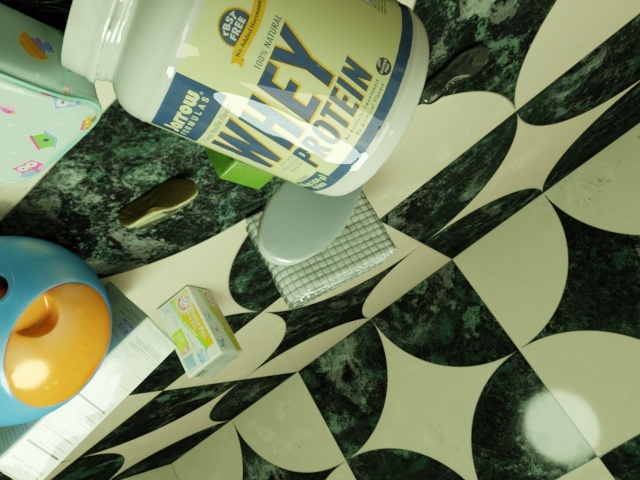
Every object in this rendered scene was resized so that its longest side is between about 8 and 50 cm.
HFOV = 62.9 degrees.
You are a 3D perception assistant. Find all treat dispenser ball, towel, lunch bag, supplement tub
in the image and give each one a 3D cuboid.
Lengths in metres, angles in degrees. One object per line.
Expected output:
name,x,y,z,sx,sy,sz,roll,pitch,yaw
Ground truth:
treat dispenser ball,-0.476,0.135,0.808,0.288,0.288,0.288,-27,157,-13
towel,0.000,0.000,1.214,0.284,0.235,0.121,-25,160,-14
lunch bag,-0.398,-0.154,0.531,0.224,0.108,0.279,-27,160,30
supplement tub,-0.075,-0.207,0.564,0.325,0.235,0.235,20,131,-24

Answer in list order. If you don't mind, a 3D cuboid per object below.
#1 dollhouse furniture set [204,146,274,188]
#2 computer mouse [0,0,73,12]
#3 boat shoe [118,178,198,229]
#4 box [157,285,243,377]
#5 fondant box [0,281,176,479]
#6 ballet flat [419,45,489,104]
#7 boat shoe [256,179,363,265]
dollhouse furniture set,-0.037,-0.193,0.877,0.197,0.151,0.301,-41,156,21
computer mouse,-0.263,-0.302,0.509,0.106,0.042,0.193,-11,149,-39
boat shoe,-0.289,-0.065,0.952,0.152,0.056,0.049,-22,162,1
box,-0.306,0.229,1.325,0.114,0.203,0.103,-39,157,11
fondant box,-0.466,0.252,0.998,0.330,0.238,0.096,-45,125,-19
ballet flat,0.278,-0.353,1.108,0.173,0.057,0.049,-35,-162,9
boat shoe,-0.007,-0.098,0.958,0.367,0.136,0.156,-60,-170,-23
